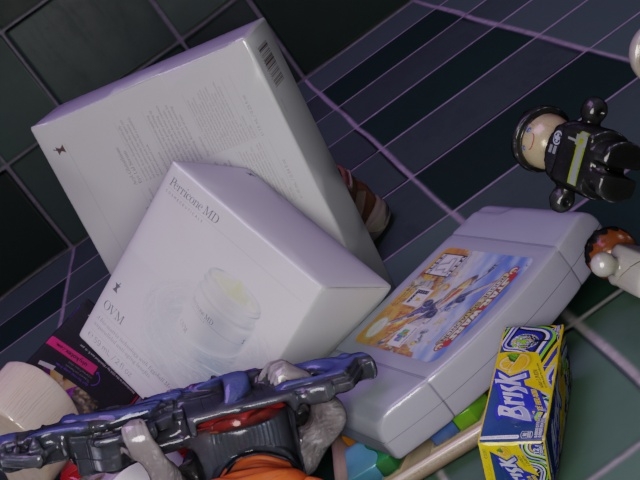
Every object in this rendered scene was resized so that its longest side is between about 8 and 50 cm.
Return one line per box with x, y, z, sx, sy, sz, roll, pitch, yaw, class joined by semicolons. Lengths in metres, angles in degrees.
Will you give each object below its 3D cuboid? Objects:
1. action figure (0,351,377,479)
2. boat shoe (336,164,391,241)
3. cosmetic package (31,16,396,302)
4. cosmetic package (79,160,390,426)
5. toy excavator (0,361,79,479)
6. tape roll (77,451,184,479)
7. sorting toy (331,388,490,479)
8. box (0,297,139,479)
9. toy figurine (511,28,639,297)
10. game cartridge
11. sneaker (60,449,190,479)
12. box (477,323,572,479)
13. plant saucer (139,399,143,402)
-0.103;0.224;1.144;0.341;0.178;0.330;-10;24;-1;action figure
0.000;0.000;1.779;0.123;0.116;0.324;-31;16;23;boat shoe
-0.113;-0.025;1.539;0.284;0.377;0.097;-20;18;20;cosmetic package
-0.091;0.072;1.381;0.138;0.224;0.225;4;-60;-58;cosmetic package
-0.481;0.294;1.522;0.433;0.445;0.222;15;36;14;toy excavator
-0.236;0.311;1.311;0.286;0.100;0.286;-40;4;3;tape roll
0.089;0.163;1.265;0.193;0.038;0.208;-33;15;11;sorting toy
-0.355;0.233;1.759;0.165;0.143;0.270;-43;5;48;box
0.294;-0.064;1.165;0.213;0.209;0.148;-39;27;-8;toy figurine
0.128;0.075;1.276;0.297;0.062;0.198;-43;16;-17;game cartridge
-0.183;0.268;1.511;0.221;0.087;0.128;-12;64;9;sneaker
0.170;0.137;1.103;0.054;0.059;0.169;-5;27;18;box
-0.182;0.223;1.674;0.200;0.037;0.200;-32;16;11;plant saucer
